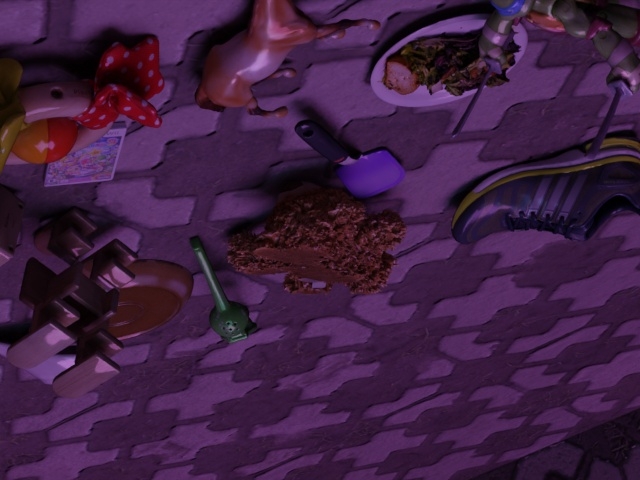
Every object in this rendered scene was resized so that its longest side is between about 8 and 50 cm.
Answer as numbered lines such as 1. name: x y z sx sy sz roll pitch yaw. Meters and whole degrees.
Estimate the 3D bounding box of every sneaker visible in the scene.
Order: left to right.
1. sneaker: 0.333 -0.050 2.252 0.300 0.121 0.111 -21 155 10

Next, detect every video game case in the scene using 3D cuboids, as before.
1. video game case: -0.286 -0.103 1.891 0.087 0.011 0.122 -7 154 -20

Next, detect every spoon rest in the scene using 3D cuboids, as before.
1. spoon rest: -0.440 0.177 2.301 0.276 0.084 0.137 -10 -174 -25

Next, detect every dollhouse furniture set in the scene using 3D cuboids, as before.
1. dollhouse furniture set: -0.375 0.068 1.974 0.161 0.212 0.242 -32 125 27

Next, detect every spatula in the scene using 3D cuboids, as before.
1. spatula: 0.033 -0.110 2.033 0.084 0.030 0.296 -22 162 16

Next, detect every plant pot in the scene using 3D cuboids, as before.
1. plant pot: -0.298 0.097 2.285 0.236 0.032 0.236 -13 155 -6

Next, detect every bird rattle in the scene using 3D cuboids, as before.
1. bird rattle: -0.297 -0.145 1.722 0.253 0.143 0.207 -19 171 -26

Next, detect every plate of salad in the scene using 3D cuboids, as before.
1. plate of salad: 0.160 -0.209 1.898 0.200 0.048 0.200 -13 155 -6

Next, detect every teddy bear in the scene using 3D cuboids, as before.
1. teddy bear: 0.000 0.000 2.190 0.245 0.113 0.338 -8 162 28

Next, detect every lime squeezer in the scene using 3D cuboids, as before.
1. lime squeezer: -0.138 0.104 2.298 0.059 0.110 0.310 -34 156 -2

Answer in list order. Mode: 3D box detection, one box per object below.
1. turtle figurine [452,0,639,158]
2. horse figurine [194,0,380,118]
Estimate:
1. turtle figurine: 0.286 -0.208 1.775 0.266 0.274 0.198 -8 171 -38
2. horse figurine: -0.060 -0.208 1.746 0.174 0.066 0.263 3 147 -48
